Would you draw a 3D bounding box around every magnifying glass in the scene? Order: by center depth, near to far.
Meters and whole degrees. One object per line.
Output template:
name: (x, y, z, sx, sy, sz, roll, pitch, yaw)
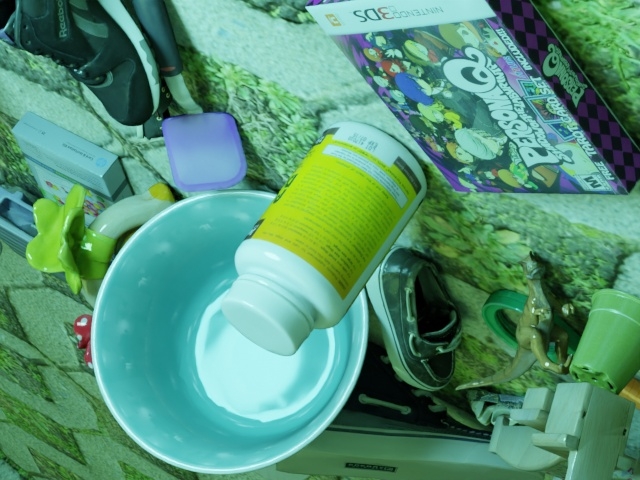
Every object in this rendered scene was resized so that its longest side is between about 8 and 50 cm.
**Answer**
magnifying glass: (0.265, 0.123, 1.601, 0.231, 0.026, 0.092, 30, 156, 10)

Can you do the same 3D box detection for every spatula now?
spatula: (-0.141, -0.157, 1.586, 0.084, 0.030, 0.296, -4, 140, 11)

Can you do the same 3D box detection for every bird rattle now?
bird rattle: (-0.226, 0.044, 1.893, 0.253, 0.207, 0.143, 60, 173, -27)

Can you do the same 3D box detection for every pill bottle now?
pill bottle: (0.000, 0.000, 1.481, 0.117, 0.215, 0.117, 29, 156, 14)

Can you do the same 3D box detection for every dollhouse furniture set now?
dollhouse furniture set: (0.249, 0.274, 1.611, 0.303, 0.174, 0.355, 24, 163, -25)

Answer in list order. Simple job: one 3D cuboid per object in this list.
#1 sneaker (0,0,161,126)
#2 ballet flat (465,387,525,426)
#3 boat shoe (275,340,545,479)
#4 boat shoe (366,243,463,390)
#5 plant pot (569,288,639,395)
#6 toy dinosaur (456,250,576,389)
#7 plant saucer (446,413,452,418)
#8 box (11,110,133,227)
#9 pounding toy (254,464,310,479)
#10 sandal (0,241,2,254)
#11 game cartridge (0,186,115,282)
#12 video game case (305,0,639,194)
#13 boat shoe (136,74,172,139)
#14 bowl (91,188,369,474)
sneaker: (-0.255, -0.207, 1.497, 0.107, 0.124, 0.283, 22, 145, 44)
ballet flat: (0.199, 0.193, 1.809, 0.041, 0.041, 0.114, 48, 155, -27)
boat shoe: (0.101, 0.202, 1.886, 0.340, 0.158, 0.127, 8, 153, -8)
boat shoe: (0.111, 0.093, 1.688, 0.070, 0.078, 0.219, 19, 151, 37)
plant pot: (0.272, 0.102, 1.477, 0.083, 0.079, 0.083, 29, 157, 14)
toy dinosaur: (0.211, 0.097, 1.555, 0.112, 0.064, 0.211, 42, 140, 31)
plant saucer: (0.113, 0.248, 2.041, 0.195, 0.037, 0.195, 30, 156, 15)
box: (-0.298, -0.070, 1.991, 0.145, 0.038, 0.186, 27, 157, 21)
pounding toy: (-0.031, 0.200, 2.100, 0.183, 0.110, 0.237, 40, 130, 19)
sandal: (-0.608, -0.114, 2.199, 0.416, 0.102, 0.169, 49, 172, -14)
game cartridge: (-0.291, 0.044, 2.126, 0.355, 0.068, 0.230, 29, 173, 15)
video game case: (0.125, -0.127, 1.285, 0.210, 0.042, 0.232, 4, 142, 53)
boat shoe: (-0.174, -0.156, 1.649, 0.042, 0.049, 0.133, -2, 142, -3)
bowl: (-0.080, 0.111, 1.768, 0.311, 0.311, 0.163, 27, 175, 20)
